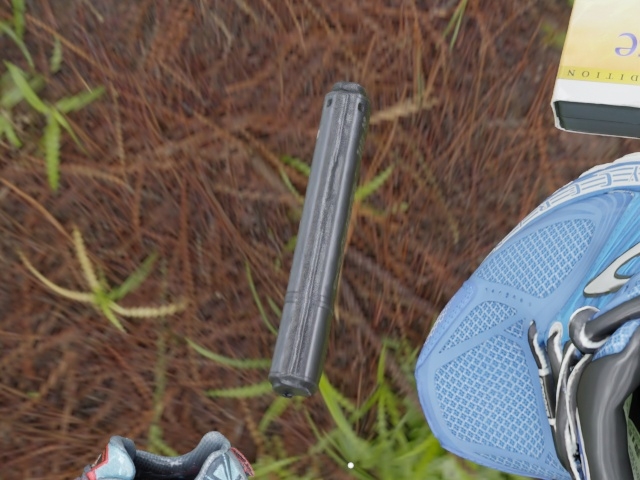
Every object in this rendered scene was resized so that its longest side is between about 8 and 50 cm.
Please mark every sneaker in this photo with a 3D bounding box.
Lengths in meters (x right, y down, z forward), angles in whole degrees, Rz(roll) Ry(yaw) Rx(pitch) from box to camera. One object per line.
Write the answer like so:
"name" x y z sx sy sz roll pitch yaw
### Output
"sneaker" 0.120 0.040 0.611 0.147 0.330 0.129 -25 93 -30
"sneaker" -0.186 0.221 1.505 0.262 0.104 0.125 -10 113 -13

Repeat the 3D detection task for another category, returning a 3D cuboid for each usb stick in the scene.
"usb stick" 0.000 0.000 1.539 0.045 0.077 0.278 10 78 8

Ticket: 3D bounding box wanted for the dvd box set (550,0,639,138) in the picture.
"dvd box set" 0.397 -0.276 1.595 0.308 0.062 0.420 8 66 20
